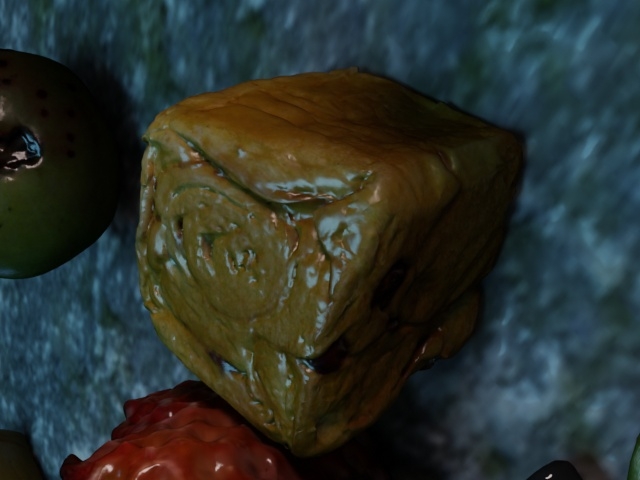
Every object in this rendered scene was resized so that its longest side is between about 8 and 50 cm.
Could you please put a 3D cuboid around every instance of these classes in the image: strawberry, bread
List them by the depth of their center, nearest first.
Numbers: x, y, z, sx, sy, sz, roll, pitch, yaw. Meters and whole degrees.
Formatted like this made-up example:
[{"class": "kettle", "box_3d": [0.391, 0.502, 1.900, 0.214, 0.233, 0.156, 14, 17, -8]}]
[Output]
[{"class": "bread", "box_3d": [0.000, 0.000, 0.506, 0.158, 0.143, 0.149, 26, 123, 37]}, {"class": "strawberry", "box_3d": [-0.028, 0.164, 0.557, 0.253, 0.150, 0.280, -108, 2, -53]}]

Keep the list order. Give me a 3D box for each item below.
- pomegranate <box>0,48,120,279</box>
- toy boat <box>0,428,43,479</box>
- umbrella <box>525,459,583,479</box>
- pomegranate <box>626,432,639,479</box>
[{"class": "pomegranate", "box_3d": [-0.248, -0.047, 0.770, 0.179, 0.179, 0.210, 55, 158, 20]}, {"class": "toy boat", "box_3d": [-0.337, 0.364, 1.059, 0.089, 0.121, 0.321, -25, 84, 45]}, {"class": "umbrella", "box_3d": [0.178, 0.211, 0.441, 0.250, 0.052, 0.053, 55, 139, 19]}, {"class": "pomegranate", "box_3d": [0.196, 0.072, 0.319, 0.156, 0.156, 0.220, 30, 94, 40]}]
